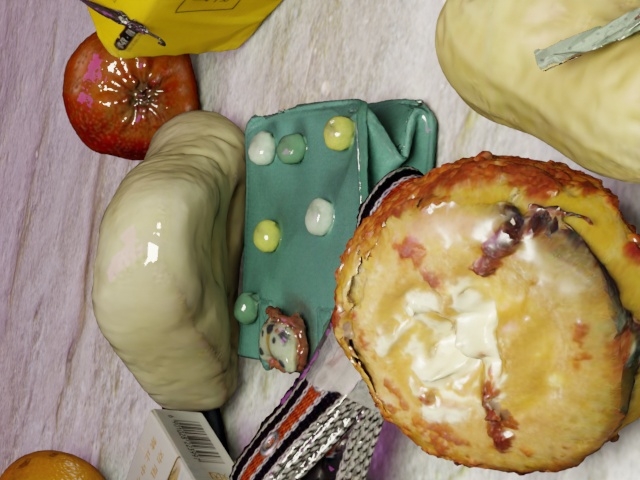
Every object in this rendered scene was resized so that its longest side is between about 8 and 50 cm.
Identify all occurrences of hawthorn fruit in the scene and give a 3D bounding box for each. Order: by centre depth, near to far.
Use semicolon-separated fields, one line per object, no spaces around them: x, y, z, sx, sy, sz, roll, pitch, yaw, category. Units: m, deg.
-0.246;-0.193;1.530;0.200;0.179;0.179;-143;64;-73;hawthorn fruit

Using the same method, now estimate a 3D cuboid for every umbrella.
-0.215;-0.238;1.266;0.013;0.122;0.022;-57;-15;-14;umbrella

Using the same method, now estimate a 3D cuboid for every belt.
0.032;0.107;0.972;0.359;0.126;0.094;-59;28;6;belt

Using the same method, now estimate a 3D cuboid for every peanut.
0.187;-0.130;0.824;0.319;0.147;0.147;42;119;56;peanut

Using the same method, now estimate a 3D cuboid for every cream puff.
0.132;0.047;0.824;0.240;0.164;0.240;15;119;30;cream puff

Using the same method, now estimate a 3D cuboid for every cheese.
-0.150;-0.021;1.238;0.328;0.129;0.351;79;-168;-70;cheese

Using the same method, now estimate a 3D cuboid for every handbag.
-0.004;-0.003;1.146;0.268;0.100;0.274;4;87;59;handbag

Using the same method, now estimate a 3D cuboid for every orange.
-0.363;0.395;1.594;0.224;0.170;0.224;-172;90;-81;orange

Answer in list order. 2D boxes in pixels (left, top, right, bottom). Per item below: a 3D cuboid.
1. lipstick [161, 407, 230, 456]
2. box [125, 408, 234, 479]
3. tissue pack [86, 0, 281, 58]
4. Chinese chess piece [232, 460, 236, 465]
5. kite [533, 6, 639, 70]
-0.113;0.356;1.278;0.077;0.077;0.418;-46;47;45;lipstick
-0.121;0.284;1.126;0.233;0.067;0.149;44;121;53;box
-0.118;-0.414;1.264;0.382;0.228;0.293;-38;69;51;tissue pack
-0.033;0.322;1.131;0.251;0.097;0.251;-19;67;55;Chinese chess piece
0.246;-0.160;0.710;0.250;0.012;0.229;-27;43;12;kite
